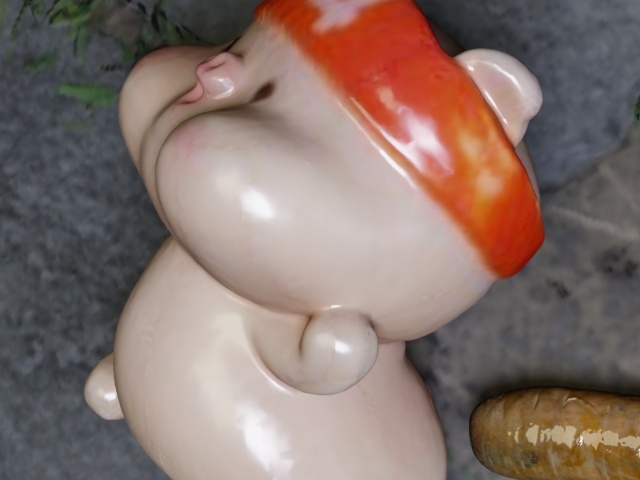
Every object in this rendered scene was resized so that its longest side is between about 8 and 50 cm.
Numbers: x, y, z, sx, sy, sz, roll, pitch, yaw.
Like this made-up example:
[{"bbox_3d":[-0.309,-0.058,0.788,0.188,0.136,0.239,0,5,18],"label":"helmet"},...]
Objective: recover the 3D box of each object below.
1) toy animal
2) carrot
[{"bbox_3d":[0.000,0.000,0.568,0.171,0.171,0.198,23,104,30],"label":"toy animal"},{"bbox_3d":[0.129,0.071,0.556,0.165,0.035,0.036,0,85,27],"label":"carrot"}]
